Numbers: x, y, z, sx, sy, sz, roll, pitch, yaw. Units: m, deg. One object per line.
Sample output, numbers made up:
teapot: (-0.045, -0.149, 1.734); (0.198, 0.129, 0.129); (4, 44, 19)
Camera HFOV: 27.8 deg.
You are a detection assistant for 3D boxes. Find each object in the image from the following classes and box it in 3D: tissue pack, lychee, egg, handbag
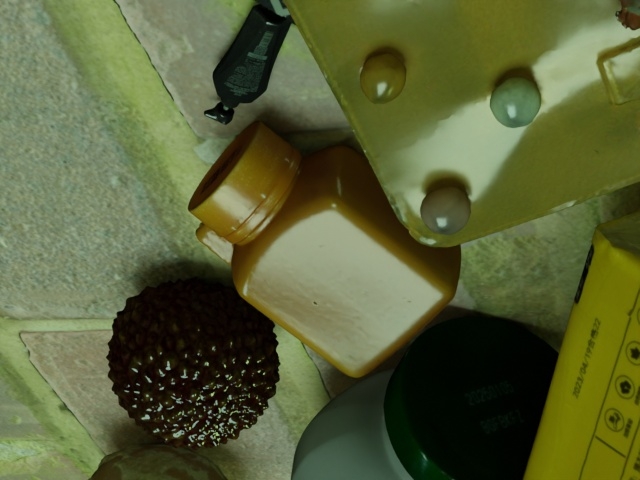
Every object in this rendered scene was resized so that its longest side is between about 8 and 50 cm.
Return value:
tissue pack: (0.342, 0.193, 1.081); (0.293, 0.228, 0.382); (32, 122, 37)
lychee: (-0.129, 0.130, 1.329); (0.188, 0.188, 0.188); (6, 143, 5)
egg: (-0.195, 0.356, 1.618); (0.203, 0.203, 0.245); (-16, 147, 30)
handbag: (0.128, -0.176, 0.901); (0.283, 0.133, 0.401); (-17, 135, 12)

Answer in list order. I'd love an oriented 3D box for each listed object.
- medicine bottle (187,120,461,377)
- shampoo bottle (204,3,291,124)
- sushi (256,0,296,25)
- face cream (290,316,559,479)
medicine bottle: (0.000, 0.000, 1.150); (0.222, 0.112, 0.149); (38, 119, -15)
shampoo bottle: (-0.061, -0.145, 1.072); (0.048, 0.027, 0.137); (11, 144, -17)
sushi: (-0.025, -0.228, 0.951); (0.126, 0.026, 0.120); (28, 133, -26)
face cream: (0.129, 0.262, 1.403); (0.312, 0.219, 0.357); (16, 142, -8)
